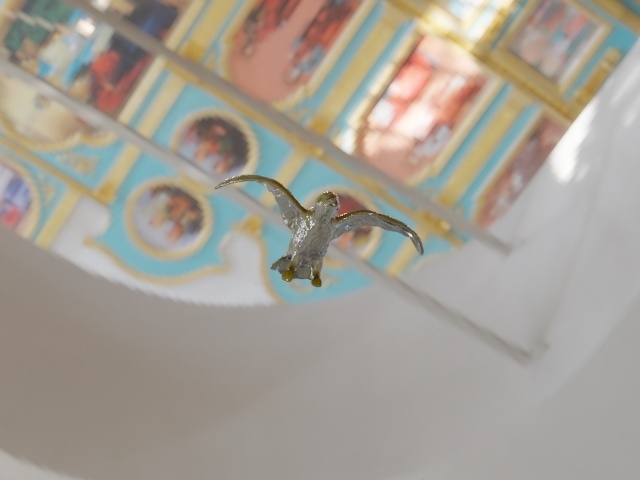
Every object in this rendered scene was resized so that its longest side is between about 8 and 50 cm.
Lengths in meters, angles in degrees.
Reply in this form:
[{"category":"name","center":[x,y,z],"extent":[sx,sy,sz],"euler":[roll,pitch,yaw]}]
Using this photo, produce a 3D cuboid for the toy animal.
[{"category":"toy animal","center":[0.000,0.000,1.508],"extent":[0.219,0.095,0.155],"euler":[17,180,-7]}]
